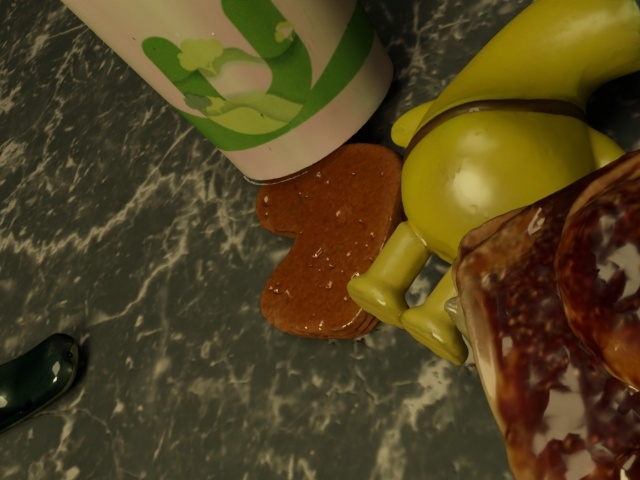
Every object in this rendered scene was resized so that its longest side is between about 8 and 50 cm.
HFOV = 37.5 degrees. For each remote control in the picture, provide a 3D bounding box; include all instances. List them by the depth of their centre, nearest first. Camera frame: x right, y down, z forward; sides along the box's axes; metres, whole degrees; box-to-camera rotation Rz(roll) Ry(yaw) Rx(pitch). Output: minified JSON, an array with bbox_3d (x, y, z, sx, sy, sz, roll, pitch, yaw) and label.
[{"bbox_3d":[-0.346,0.169,1.022,0.222,0.042,0.072,-30,48,22],"label":"remote control"}]

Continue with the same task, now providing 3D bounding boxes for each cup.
[{"bbox_3d":[-0.080,-0.213,0.869,0.253,0.274,0.253,-26,35,20],"label":"cup"}]

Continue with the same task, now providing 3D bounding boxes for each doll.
[{"bbox_3d":[0.152,-0.089,0.703,0.199,0.145,0.363,29,79,33],"label":"doll"}]

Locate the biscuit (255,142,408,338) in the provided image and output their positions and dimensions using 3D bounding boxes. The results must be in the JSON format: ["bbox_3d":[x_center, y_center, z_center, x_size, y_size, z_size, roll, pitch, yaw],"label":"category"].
[{"bbox_3d":[0.000,0.000,0.848,0.186,0.036,0.192,-5,59,41],"label":"biscuit"}]

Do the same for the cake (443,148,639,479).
[{"bbox_3d":[0.182,0.076,0.454,0.198,0.293,0.196,-26,47,19],"label":"cake"}]
